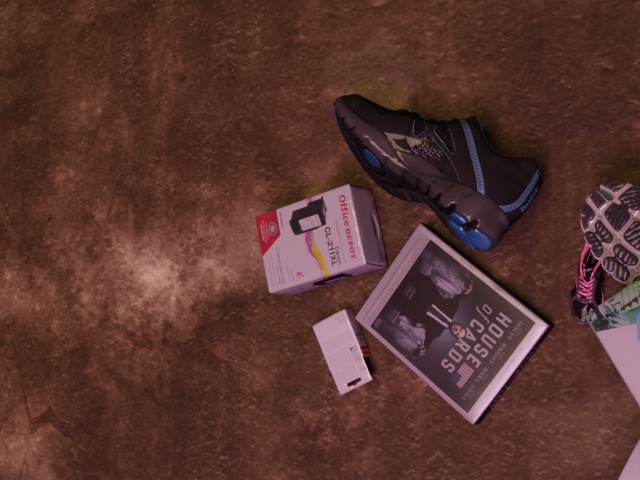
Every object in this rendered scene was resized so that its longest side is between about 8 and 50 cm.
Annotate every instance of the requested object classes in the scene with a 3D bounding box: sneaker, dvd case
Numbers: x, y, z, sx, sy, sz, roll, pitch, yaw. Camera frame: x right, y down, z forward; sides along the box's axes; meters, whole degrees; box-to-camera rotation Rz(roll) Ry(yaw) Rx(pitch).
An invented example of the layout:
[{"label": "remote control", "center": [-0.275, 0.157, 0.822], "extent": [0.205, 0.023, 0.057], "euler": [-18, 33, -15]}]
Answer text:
[{"label": "sneaker", "center": [0.425, 0.040, 1.061], "extent": [0.107, 0.110, 0.275], "euler": [-46, 69, 9]}, {"label": "sneaker", "center": [0.158, -0.122, 1.252], "extent": [0.139, 0.125, 0.341], "euler": [-44, 60, -10]}, {"label": "sneaker", "center": [0.347, 0.050, 1.138], "extent": [0.047, 0.057, 0.119], "euler": [12, 93, 29]}, {"label": "dvd case", "center": [0.182, 0.115, 1.244], "extent": [0.238, 0.029, 0.179], "euler": [41, 106, 28]}]

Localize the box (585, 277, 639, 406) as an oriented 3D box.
[{"label": "box", "center": [0.462, 0.080, 0.892], "extent": [0.322, 0.058, 0.232], "euler": [-38, 43, 18]}]

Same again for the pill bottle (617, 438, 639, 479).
[{"label": "pill bottle", "center": [0.508, 0.351, 0.916], "extent": [0.392, 0.224, 0.224], "euler": [25, 98, 30]}]

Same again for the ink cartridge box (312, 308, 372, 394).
[{"label": "ink cartridge box", "center": [0.039, 0.168, 1.324], "extent": [0.063, 0.029, 0.115], "euler": [-30, 72, 24]}]

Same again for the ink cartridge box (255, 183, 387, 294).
[{"label": "ink cartridge box", "center": [0.000, 0.000, 1.337], "extent": [0.175, 0.072, 0.127], "euler": [-19, 75, 28]}]
